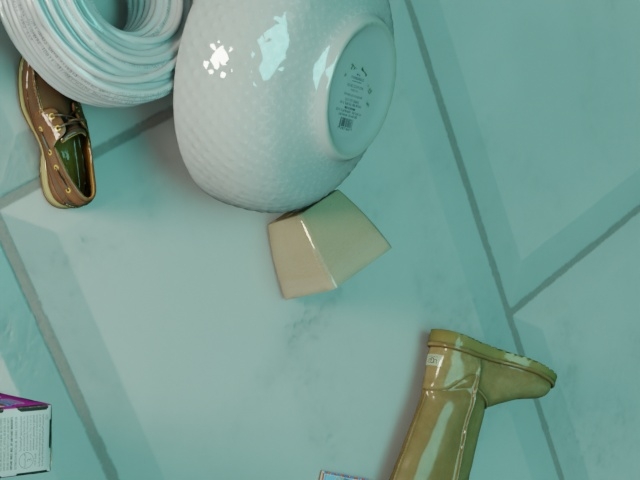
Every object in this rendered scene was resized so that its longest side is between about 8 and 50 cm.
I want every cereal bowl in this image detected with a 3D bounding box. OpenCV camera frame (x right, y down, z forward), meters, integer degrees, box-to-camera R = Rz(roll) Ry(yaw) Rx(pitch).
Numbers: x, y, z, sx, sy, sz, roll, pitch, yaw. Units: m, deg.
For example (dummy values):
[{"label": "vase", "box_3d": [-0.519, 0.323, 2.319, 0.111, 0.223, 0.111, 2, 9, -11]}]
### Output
[{"label": "cereal bowl", "box_3d": [-0.011, -0.186, 1.502, 0.339, 0.141, 0.339, -39, 138, -48]}]

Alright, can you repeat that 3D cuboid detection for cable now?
[{"label": "cable", "box_3d": [-0.224, -0.269, 1.401, 0.257, 0.089, 0.257, 35, 58, -37]}]

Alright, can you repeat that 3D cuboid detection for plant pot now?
[{"label": "plant pot", "box_3d": [0.000, 0.000, 1.629, 0.109, 0.109, 0.096, -34, 100, -35]}]

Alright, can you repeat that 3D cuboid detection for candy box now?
[{"label": "candy box", "box_3d": [-0.393, 0.188, 1.254, 0.233, 0.159, 0.071, 1, 90, -40]}]

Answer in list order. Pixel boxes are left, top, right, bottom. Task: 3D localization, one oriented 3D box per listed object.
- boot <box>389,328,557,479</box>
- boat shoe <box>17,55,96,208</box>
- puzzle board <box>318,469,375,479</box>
[{"label": "boot", "box_3d": [0.201, 0.278, 1.826, 0.236, 0.089, 0.269, 21, 78, -29]}, {"label": "boat shoe", "box_3d": [-0.271, -0.121, 1.410, 0.064, 0.060, 0.178, -20, 104, -39]}, {"label": "puzzle board", "box_3d": [0.026, 0.367, 1.721, 0.096, 0.011, 0.128, 18, 79, -40]}]
